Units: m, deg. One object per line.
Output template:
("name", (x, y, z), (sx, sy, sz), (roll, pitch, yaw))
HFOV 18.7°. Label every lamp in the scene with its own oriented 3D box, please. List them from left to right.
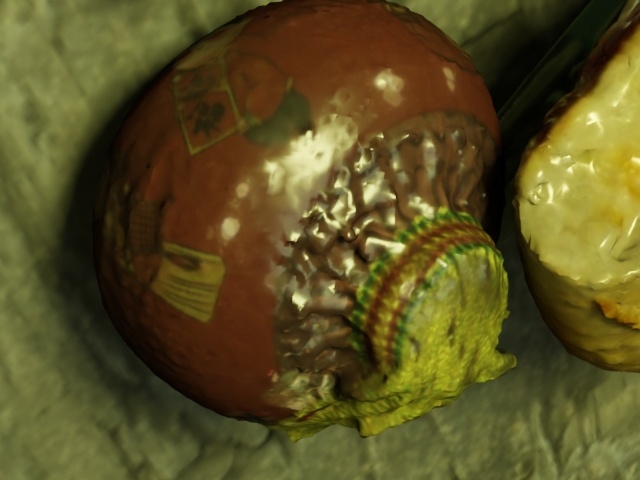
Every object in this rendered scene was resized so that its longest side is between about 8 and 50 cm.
("lamp", (0.003, -0.004, 0.670), (0.157, 0.135, 0.156), (30, 97, -45))

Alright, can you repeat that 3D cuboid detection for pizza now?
("pizza", (0.210, -0.070, 0.760), (0.409, 0.114, 0.278), (-18, 139, -53))

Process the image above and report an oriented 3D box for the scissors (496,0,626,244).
("scissors", (0.136, -0.093, 0.786), (0.289, 0.041, 0.138), (-46, 145, -5))
